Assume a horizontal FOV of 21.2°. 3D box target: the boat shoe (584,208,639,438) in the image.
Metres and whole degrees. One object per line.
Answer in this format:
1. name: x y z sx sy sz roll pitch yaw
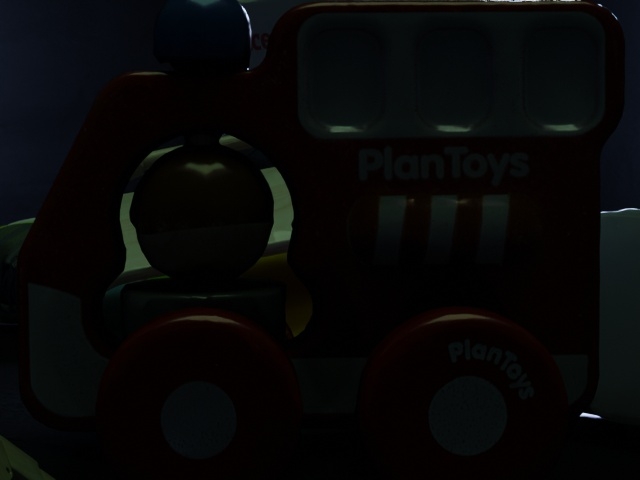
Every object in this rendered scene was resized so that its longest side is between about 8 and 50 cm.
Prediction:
1. boat shoe: 0.200 0.064 1.116 0.156 0.136 0.367 10 -9 -31

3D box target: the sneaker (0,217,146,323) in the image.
1. sneaker: -0.251 0.038 1.604 0.300 0.111 0.121 0 6 34

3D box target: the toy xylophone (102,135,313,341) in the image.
1. toy xylophone: -0.030 0.002 1.064 0.322 0.081 0.236 -7 25 -4

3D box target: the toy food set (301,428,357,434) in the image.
1. toy food set: 0.023 0.063 1.095 0.111 0.104 0.232 -1 3 -25

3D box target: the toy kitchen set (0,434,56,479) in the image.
1. toy kitchen set: -0.137 0.125 0.668 0.068 0.075 0.083 -35 -39 5

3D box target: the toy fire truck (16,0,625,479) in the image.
1. toy fire truck: 0.000 0.000 0.869 0.302 0.254 0.169 1 3 -1

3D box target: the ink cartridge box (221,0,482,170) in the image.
1. ink cartridge box: 0.036 -0.060 1.367 0.129 0.307 0.223 -21 15 -34
